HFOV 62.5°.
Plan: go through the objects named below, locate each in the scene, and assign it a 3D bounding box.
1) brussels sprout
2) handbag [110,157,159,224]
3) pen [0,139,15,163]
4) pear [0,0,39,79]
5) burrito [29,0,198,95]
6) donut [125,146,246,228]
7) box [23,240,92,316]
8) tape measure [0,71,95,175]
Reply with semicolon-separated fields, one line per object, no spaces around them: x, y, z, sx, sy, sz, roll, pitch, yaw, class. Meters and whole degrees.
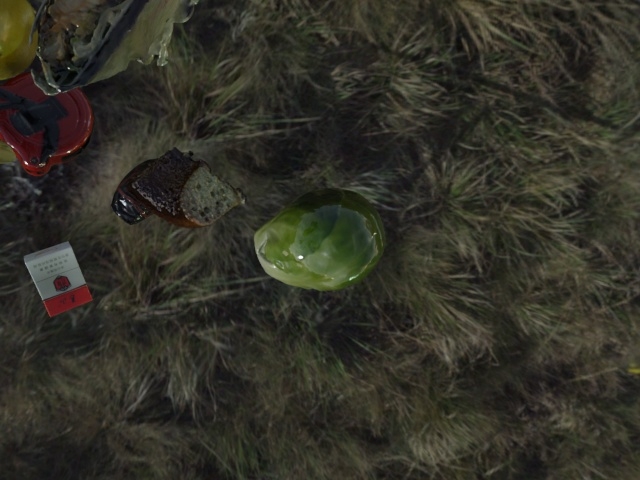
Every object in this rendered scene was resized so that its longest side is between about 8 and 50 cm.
-0.002;-0.002;1.475;0.355;0.289;0.281;-12;122;17;brussels sprout
-0.594;-0.164;1.775;0.215;0.169;0.155;-40;110;9;handbag
-0.514;-0.135;0.738;0.032;0.233;0.040;35;96;5;pen
-0.816;-0.499;1.282;0.267;0.178;0.266;-15;123;-24;pear
-0.260;-0.312;0.720;0.107;0.347;0.175;23;117;-2;burrito
-0.266;-0.089;1.025;0.186;0.144;0.126;46;45;-10;donut
-0.607;0.090;1.226;0.100;0.048;0.152;-22;119;-23;box
-0.726;-0.316;1.364;0.260;0.114;0.253;-42;101;-22;tape measure
